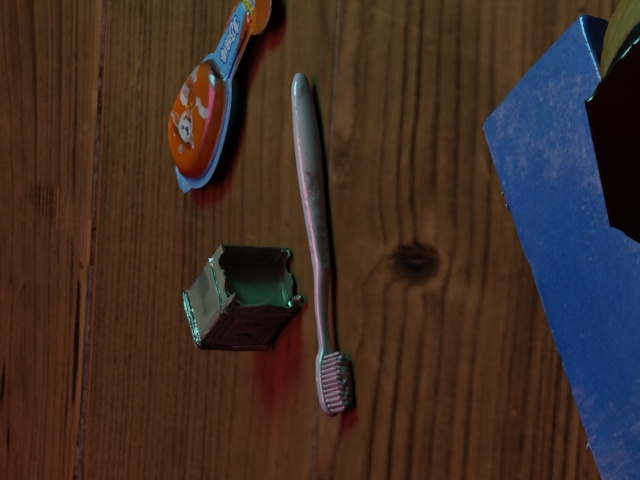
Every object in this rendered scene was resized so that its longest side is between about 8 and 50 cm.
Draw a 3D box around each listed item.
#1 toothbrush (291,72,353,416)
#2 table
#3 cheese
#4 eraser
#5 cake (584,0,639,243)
[{"bbox_3d":[0.000,0.000,1.740,0.029,0.025,0.307,-20,72,50],"label":"toothbrush"},{"bbox_3d":[-0.069,0.053,1.805,0.083,0.079,0.062,-53,44,44],"label":"table"},{"bbox_3d":[-0.098,-0.153,1.905,0.106,0.037,0.256,59,138,41],"label":"cheese"},{"bbox_3d":[0.202,0.012,1.367,0.144,0.042,0.312,-50,48,47],"label":"eraser"},{"bbox_3d":[0.249,-0.097,1.158,0.178,0.207,0.185,-85,12,-60],"label":"cake"}]
